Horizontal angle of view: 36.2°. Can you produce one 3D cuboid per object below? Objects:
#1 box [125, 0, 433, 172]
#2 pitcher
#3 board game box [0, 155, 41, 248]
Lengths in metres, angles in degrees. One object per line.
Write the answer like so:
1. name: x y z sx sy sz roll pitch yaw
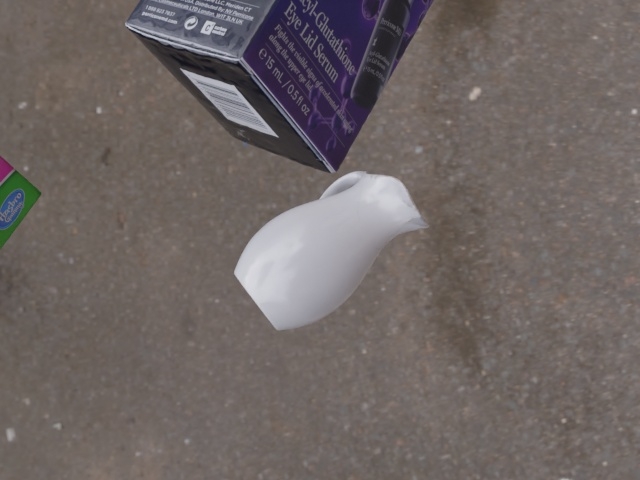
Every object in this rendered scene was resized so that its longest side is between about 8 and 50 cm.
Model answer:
1. box: -0.010 -0.179 0.686 0.108 0.153 0.207 23 78 33
2. pitcher: 0.000 0.000 1.142 0.125 0.207 0.178 55 175 -23
3. board game box: -0.408 -0.037 0.790 0.064 0.316 0.242 20 71 36
